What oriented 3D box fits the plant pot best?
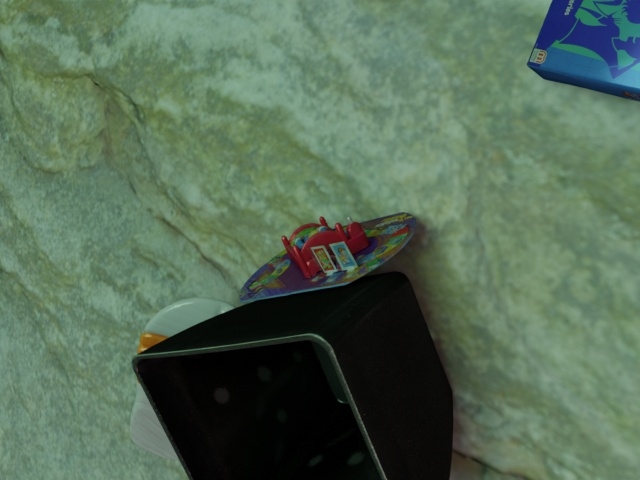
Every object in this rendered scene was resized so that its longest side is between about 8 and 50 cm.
[{"bbox_3d":[0.004,0.124,0.505,0.188,0.167,0.188,-13,105,37],"label":"plant pot"}]

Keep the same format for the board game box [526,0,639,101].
[{"bbox_3d":[0.267,-0.163,0.418,0.210,0.047,0.160,26,103,34],"label":"board game box"}]

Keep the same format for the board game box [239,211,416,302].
[{"bbox_3d":[0.000,0.000,0.558,0.169,0.133,0.033,-12,110,36],"label":"board game box"}]

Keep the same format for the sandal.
[{"bbox_3d":[-0.149,0.138,0.693,0.102,0.076,0.265,23,126,-7],"label":"sandal"}]
